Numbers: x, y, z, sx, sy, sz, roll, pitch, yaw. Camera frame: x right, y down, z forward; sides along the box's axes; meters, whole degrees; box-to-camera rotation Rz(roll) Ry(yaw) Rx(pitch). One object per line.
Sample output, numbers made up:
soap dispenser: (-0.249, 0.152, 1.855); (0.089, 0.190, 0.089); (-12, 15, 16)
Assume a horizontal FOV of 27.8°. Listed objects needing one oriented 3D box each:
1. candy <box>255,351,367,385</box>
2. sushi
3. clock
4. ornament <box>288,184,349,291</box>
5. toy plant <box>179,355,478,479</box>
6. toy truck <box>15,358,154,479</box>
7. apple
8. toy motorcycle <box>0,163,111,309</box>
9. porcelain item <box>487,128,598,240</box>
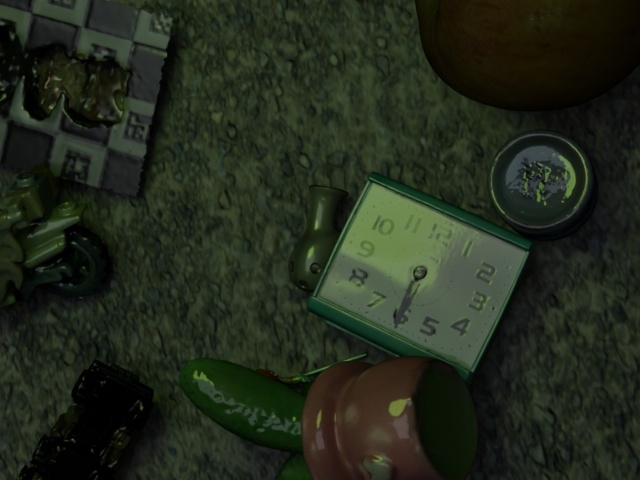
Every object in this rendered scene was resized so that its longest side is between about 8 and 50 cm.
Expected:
candy: (-0.024, 0.200, 1.927); (0.201, 0.060, 0.060); (-18, 80, 8)
sushi: (-0.423, -0.257, 2.074); (0.373, 0.100, 0.296); (14, 99, 8)
clock: (0.147, 0.058, 1.853); (0.262, 0.116, 0.231); (25, 88, 17)
ornament: (0.000, 0.000, 1.917); (0.081, 0.075, 0.156); (11, 87, 4)
toy plant: (0.022, 0.251, 1.775); (0.356, 0.210, 0.317); (-10, 123, 41)
toy truck: (-0.356, 0.301, 1.973); (0.127, 0.127, 0.257); (30, 107, -9)
apple: (0.297, -0.366, 1.691); (0.334, 0.400, 0.400); (-7, 82, -8)
toy motorcycle: (-0.542, 0.010, 2.026); (0.410, 0.168, 0.237); (-9, 120, 9)
porcelain item: (0.311, -0.074, 1.801); (0.147, 0.114, 0.147); (-3, 81, 16)
